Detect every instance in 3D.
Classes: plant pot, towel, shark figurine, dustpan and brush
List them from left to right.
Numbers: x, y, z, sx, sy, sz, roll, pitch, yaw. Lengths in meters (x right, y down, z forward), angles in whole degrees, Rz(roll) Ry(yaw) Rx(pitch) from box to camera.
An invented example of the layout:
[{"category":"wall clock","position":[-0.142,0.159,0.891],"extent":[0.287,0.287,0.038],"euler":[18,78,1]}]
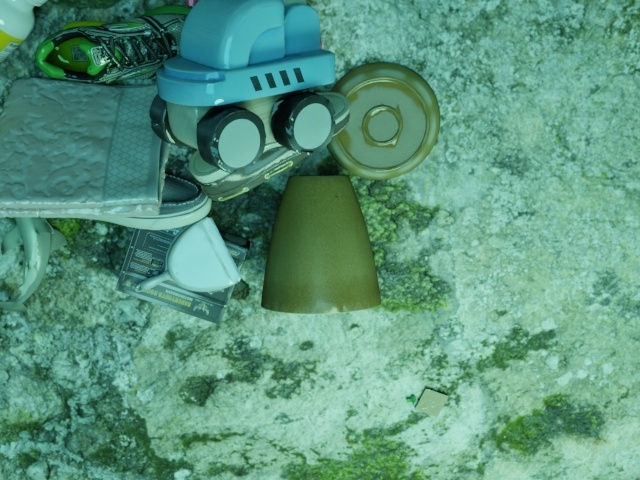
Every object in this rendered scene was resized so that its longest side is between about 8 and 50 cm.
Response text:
[{"category":"shark figurine","position":[-0.564,0.031,1.743],"extent":[0.166,0.116,0.278],"euler":[15,103,29]},{"category":"towel","position":[-0.429,-0.173,1.558],"extent":[0.316,0.332,0.053],"euler":[0,138,-3]},{"category":"dustpan and brush","position":[-0.278,0.057,1.724],"extent":[0.211,0.060,0.147],"euler":[-26,98,1]},{"category":"plant pot","position":[0.000,0.000,1.696],"extent":[0.237,0.237,0.255],"euler":[-1,94,-1]},{"category":"plant pot","position":[0.119,-0.229,1.700],"extent":[0.236,0.032,0.237],"euler":[0,110,-1]}]

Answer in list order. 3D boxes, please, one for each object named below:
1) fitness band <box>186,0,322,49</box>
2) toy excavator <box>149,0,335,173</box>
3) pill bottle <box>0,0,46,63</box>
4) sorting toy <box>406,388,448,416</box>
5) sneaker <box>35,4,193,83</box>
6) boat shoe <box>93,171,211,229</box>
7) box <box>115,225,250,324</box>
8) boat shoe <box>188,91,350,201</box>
[{"category":"fitness band","position":[-0.123,-0.396,1.626],"extent":[0.209,0.054,0.291],"euler":[-31,109,6]},{"category":"toy excavator","position":[-0.077,-0.381,1.462],"extent":[0.432,0.222,0.446],"euler":[-18,120,-32]},{"category":"pill bottle","position":[-0.635,-0.386,1.539],"extent":[0.334,0.188,0.188],"euler":[-40,106,11]},{"category":"sorting toy","position":[0.234,0.354,1.921],"extent":[0.083,0.012,0.062],"euler":[21,113,-12]},{"category":"sneaker","position":[-0.346,-0.335,1.566],"extent":[0.343,0.146,0.134],"euler":[-7,113,11]},{"category":"boat shoe","position":[-0.380,-0.121,1.654],"extent":[0.340,0.127,0.158],"euler":[2,133,-2]},{"category":"box","position":[-0.281,0.051,1.775],"extent":[0.230,0.056,0.183],"euler":[19,109,-8]},{"category":"boat shoe","position":[-0.086,-0.177,1.654],"extent":[0.324,0.117,0.097],"euler":[-27,138,-2]}]
